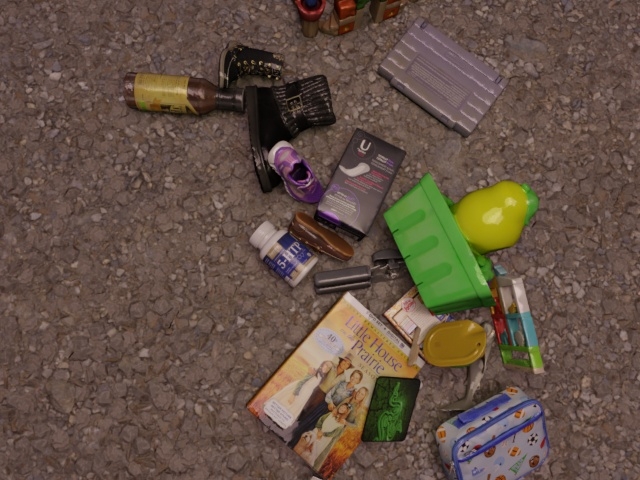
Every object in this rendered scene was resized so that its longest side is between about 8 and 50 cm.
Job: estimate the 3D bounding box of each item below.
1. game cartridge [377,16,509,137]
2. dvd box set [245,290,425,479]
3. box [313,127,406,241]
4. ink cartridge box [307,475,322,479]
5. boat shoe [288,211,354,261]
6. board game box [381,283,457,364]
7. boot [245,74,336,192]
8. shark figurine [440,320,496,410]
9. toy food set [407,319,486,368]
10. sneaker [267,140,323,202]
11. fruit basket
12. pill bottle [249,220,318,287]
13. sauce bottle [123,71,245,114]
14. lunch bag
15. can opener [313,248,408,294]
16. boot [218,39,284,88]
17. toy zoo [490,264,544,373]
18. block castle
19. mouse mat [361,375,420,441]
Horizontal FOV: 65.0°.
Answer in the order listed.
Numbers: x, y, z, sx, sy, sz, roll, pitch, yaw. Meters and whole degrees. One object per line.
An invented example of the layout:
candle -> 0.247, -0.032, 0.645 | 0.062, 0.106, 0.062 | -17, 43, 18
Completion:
game cartridge -> 0.379, -0.507, 1.571 | 0.355, 0.068, 0.230 | 38, 85, 3
dvd box set -> 0.046, 0.397, 1.395 | 0.307, 0.062, 0.420 | 43, 81, -2
box -> 0.110, -0.157, 1.455 | 0.165, 0.143, 0.271 | 27, 81, 0
ink cartridge box -> -0.011, 0.708, 1.338 | 0.092, 0.090, 0.143 | 25, 81, 1
boat shoe -> 0.000, 0.000, 1.468 | 0.207, 0.073, 0.073 | 36, 118, 6
board game box -> 0.297, 0.236, 1.452 | 0.146, 0.045, 0.193 | -41, 85, -8
boot -> -0.078, -0.320, 1.478 | 0.259, 0.131, 0.348 | -6, 81, -4
shark figurine -> 0.421, 0.346, 1.433 | 0.116, 0.166, 0.279 | 17, 98, 25
toy food set -> 0.354, 0.291, 1.359 | 0.071, 0.217, 0.128 | 42, 48, -37
sneaker -> -0.052, -0.172, 1.410 | 0.095, 0.236, 0.104 | -49, 49, -7
fruit basket -> 0.393, -0.016, 1.333 | 0.391, 0.283, 0.393 | -6, 73, 20
pill bottle -> -0.108, 0.035, 1.430 | 0.186, 0.112, 0.112 | 40, 81, 4
sauce bottle -> -0.398, -0.430, 1.488 | 0.343, 0.111, 0.112 | 5, 81, -1
lunch bag -> 0.454, 0.536, 1.332 | 0.303, 0.115, 0.243 | -23, 113, -15
can opener -> 0.118, 0.088, 1.466 | 0.283, 0.076, 0.095 | -8, 49, -4
boot -> -0.202, -0.511, 1.484 | 0.178, 0.085, 0.237 | 10, 42, -5
toy zoo -> 0.527, 0.212, 1.395 | 0.030, 0.192, 0.294 | -10, 81, -5
block castle -> 0.100, -0.843, 1.530 | 0.452, 0.213, 0.303 | -21, 83, -6
mouse mat -> 0.195, 0.464, 1.378 | 0.152, 0.007, 0.190 | 11, 97, -27
